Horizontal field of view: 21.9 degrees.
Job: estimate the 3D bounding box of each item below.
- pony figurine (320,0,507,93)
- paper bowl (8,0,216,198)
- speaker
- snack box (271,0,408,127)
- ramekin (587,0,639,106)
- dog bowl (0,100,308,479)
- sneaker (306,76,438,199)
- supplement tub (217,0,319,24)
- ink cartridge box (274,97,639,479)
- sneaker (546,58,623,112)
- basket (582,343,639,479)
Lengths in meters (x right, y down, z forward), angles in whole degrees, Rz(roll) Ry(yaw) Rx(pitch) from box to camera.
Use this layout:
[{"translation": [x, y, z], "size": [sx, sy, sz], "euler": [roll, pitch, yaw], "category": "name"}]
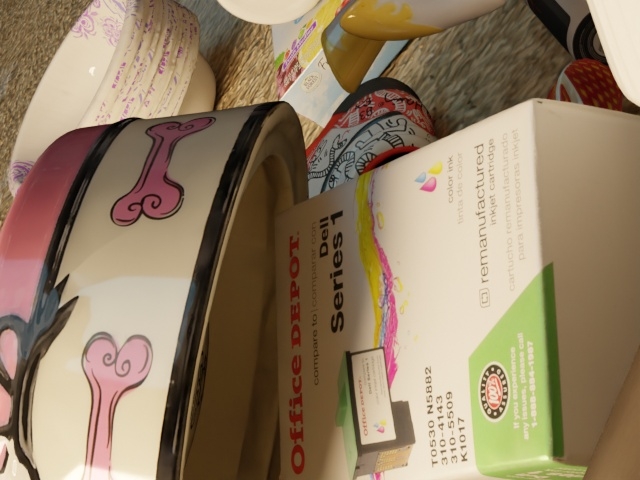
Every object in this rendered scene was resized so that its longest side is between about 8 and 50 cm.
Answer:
[{"translation": [0.102, -0.314, 1.123], "size": [0.363, 0.351, 0.303], "euler": [-25, 1, 20], "category": "pony figurine"}, {"translation": [-0.226, -0.143, 1.884], "size": [0.284, 0.148, 0.284], "euler": [-44, 29, 33], "category": "paper bowl"}, {"translation": [0.187, -0.168, 1.196], "size": [0.055, 0.055, 0.136], "euler": [-54, 25, 17], "category": "speaker"}, {"translation": [0.028, -0.229, 1.564], "size": [0.174, 0.070, 0.207], "euler": [-49, 24, 26], "category": "snack box"}, {"translation": [0.251, -0.158, 0.797], "size": [0.277, 0.277, 0.135], "euler": [-6, 101, 62], "category": "ramekin"}, {"translation": [-0.118, 0.098, 1.134], "size": [0.408, 0.150, 0.408], "euler": [7, -90, -82], "category": "dog bowl"}, {"translation": [-0.001, -0.001, 1.345], "size": [0.270, 0.090, 0.145], "euler": [-51, 23, 16], "category": "sneaker"}, {"translation": [-0.049, -0.296, 1.561], "size": [0.117, 0.117, 0.190], "euler": [-47, 25, 29], "category": "supplement tub"}, {"translation": [0.088, 0.053, 1.002], "size": [0.278, 0.117, 0.201], "euler": [-22, 65, 55], "category": "ink cartridge box"}, {"translation": [0.168, -0.035, 1.101], "size": [0.067, 0.064, 0.175], "euler": [106, -179, -65], "category": "sneaker"}, {"translation": [0.218, 0.069, 0.763], "size": [0.227, 0.154, 0.204], "euler": [-62, 21, 7], "category": "basket"}]
